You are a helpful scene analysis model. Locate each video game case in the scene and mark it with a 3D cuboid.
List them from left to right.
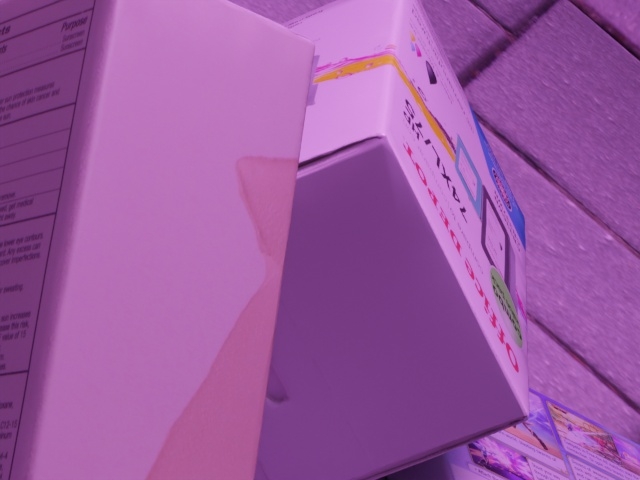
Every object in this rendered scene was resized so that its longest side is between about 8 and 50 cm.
[{"bbox_3d":[0.165,0.202,1.331,0.269,0.061,0.244,28,27,-27],"label":"video game case"}]

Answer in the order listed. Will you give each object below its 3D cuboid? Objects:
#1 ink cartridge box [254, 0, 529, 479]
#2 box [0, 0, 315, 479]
[{"bbox_3d":[0.000,0.000,1.199,0.198,0.197,0.270,62,16,-21],"label":"ink cartridge box"},{"bbox_3d":[-0.108,0.043,0.894,0.121,0.148,0.311,21,70,-37],"label":"box"}]
